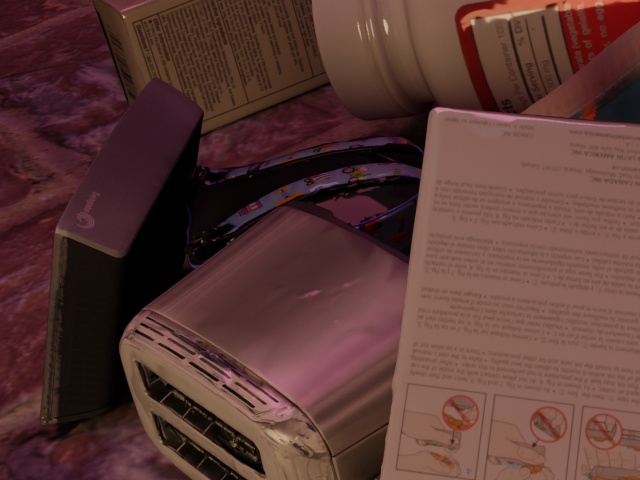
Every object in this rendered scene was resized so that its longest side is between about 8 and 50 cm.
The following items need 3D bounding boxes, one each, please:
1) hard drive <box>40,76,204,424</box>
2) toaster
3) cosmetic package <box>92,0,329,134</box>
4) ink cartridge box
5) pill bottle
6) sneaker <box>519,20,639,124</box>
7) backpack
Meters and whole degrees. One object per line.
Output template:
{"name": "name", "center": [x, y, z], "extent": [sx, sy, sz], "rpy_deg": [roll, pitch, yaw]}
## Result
{"name": "hard drive", "center": [-0.137, 0.003, 1.144], "extent": [0.054, 0.172, 0.255], "rpy_deg": [12, 29, 4]}
{"name": "toaster", "center": [-0.011, 0.074, 0.909], "extent": [0.146, 0.129, 0.227], "rpy_deg": [-34, 43, -28]}
{"name": "cosmetic package", "center": [-0.061, -0.225, 1.610], "extent": [0.296, 0.153, 0.129], "rpy_deg": [-22, 24, -14]}
{"name": "ink cartridge box", "center": [0.132, 0.054, 0.804], "extent": [0.189, 0.232, 0.066], "rpy_deg": [6, -11, 9]}
{"name": "pill bottle", "center": [0.211, -0.206, 1.278], "extent": [0.407, 0.229, 0.229], "rpy_deg": [-6, 26, 24]}
{"name": "sneaker", "center": [0.179, -0.027, 0.979], "extent": [0.108, 0.121, 0.302], "rpy_deg": [5, -24, -18]}
{"name": "backpack", "center": [0.000, 0.000, 1.106], "extent": [0.173, 0.117, 0.158], "rpy_deg": [-17, 23, 1]}
